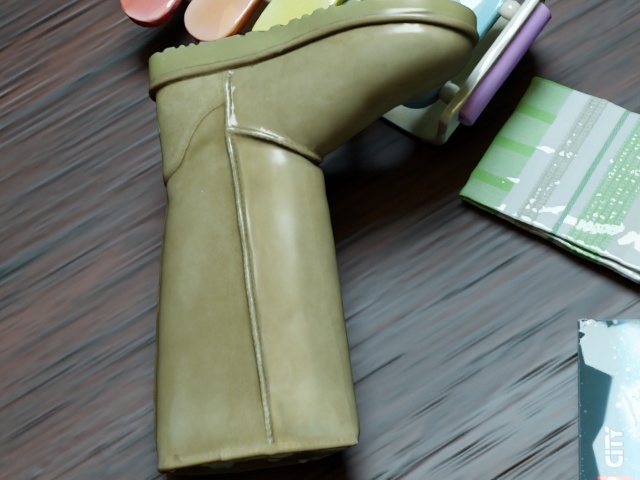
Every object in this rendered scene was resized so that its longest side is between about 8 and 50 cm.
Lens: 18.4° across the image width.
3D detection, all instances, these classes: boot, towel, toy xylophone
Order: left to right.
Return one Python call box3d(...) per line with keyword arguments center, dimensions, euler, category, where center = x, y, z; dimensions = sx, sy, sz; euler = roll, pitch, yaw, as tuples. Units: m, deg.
box3d(center=(0.000, 0.000, 1.230), dimensions=(0.236, 0.089, 0.270), euler=(-12, 73, 25), category="boot")
box3d(center=(0.022, -0.205, 1.371), dimensions=(0.322, 0.081, 0.236), euler=(24, 77, 22), category="toy xylophone")
box3d(center=(0.183, -0.039, 1.306), dimensions=(0.152, 0.023, 0.113), euler=(25, 66, 23), category="towel")

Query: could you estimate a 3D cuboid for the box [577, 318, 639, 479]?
box3d(center=(0.233, 0.158, 1.173), dimensions=(0.159, 0.044, 0.233), euler=(-1, 61, 9), category="box")
